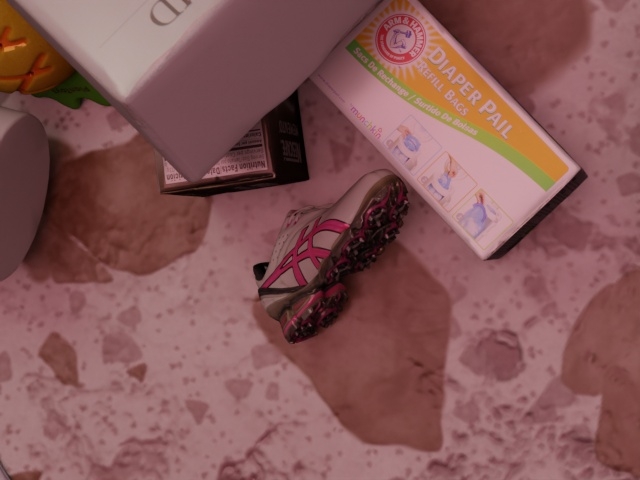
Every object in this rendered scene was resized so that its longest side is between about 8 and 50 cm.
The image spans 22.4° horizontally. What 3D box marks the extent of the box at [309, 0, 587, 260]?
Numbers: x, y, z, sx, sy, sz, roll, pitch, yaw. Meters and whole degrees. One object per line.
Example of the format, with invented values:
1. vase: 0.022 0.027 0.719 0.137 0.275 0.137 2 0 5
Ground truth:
1. box: 0.101 -0.091 1.269 0.103 0.114 0.203 -44 81 8

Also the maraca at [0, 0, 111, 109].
1. maraca: -0.242 -0.163 1.313 0.127 0.186 0.099 2 61 39

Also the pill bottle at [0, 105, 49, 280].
1. pill bottle: -0.406 -0.069 1.337 0.334 0.188 0.187 12 93 11

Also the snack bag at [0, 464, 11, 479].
1. snack bag: -0.351 0.351 1.409 0.323 0.037 0.342 -33 84 11

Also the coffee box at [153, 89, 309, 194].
1. coffee box: -0.083 -0.163 1.294 0.098 0.141 0.246 -8 90 11

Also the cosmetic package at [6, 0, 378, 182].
1. cosmetic package: -0.177 -0.282 1.157 0.230 0.161 0.453 -46 68 -3

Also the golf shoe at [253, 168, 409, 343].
1. golf shoe: 0.000 0.000 1.283 0.086 0.067 0.186 53 131 20
